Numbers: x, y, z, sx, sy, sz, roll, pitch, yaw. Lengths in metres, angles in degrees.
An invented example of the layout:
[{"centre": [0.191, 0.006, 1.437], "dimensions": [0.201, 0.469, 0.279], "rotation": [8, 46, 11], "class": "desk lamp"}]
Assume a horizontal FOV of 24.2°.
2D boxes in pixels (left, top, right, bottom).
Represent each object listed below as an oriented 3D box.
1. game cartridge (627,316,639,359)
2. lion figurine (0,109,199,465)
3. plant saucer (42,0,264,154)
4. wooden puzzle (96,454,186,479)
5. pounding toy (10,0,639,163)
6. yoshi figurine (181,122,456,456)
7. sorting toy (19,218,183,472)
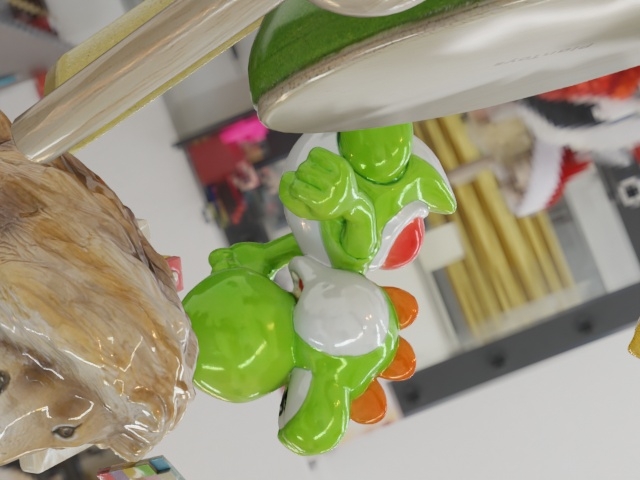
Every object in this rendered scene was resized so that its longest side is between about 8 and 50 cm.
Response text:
[{"centre": [0.382, 0.042, 0.922], "dimensions": [0.053, 0.324, 0.285], "rotation": [-43, 156, -44], "class": "game cartridge"}, {"centre": [-0.203, -0.002, 0.845], "dimensions": [0.142, 0.240, 0.392], "rotation": [-49, -162, -8], "class": "lion figurine"}, {"centre": [-0.146, -0.203, 1.465], "dimensions": [0.333, 0.081, 0.333], "rotation": [-37, -170, -9], "class": "plant saucer"}, {"centre": [-0.101, 0.150, 0.895], "dimensions": [0.049, 0.083, 0.006], "rotation": [-16, -141, 29], "class": "wooden puzzle"}, {"centre": [0.036, -0.106, 0.452], "dimensions": [0.237, 0.110, 0.183], "rotation": [-10, 174, -41], "class": "pounding toy"}, {"centre": [-0.023, -0.008, 1.246], "dimensions": [0.203, 0.362, 0.203], "rotation": [3, 164, 28], "class": "yoshi figurine"}, {"centre": [-0.261, 0.127, 1.829], "dimensions": [0.089, 0.257, 0.255], "rotation": [5, -164, 32], "class": "sorting toy"}]
